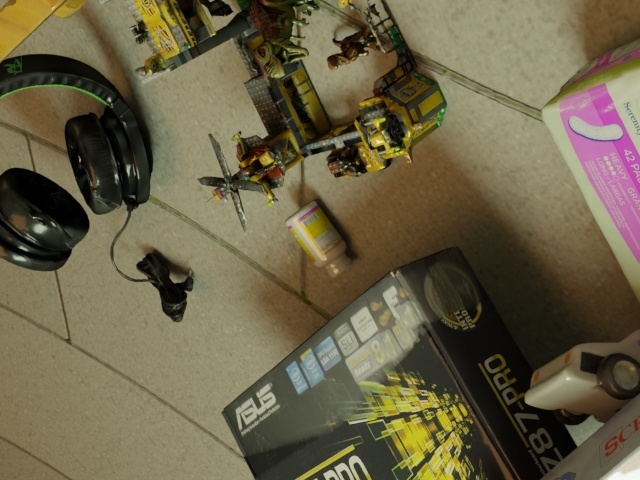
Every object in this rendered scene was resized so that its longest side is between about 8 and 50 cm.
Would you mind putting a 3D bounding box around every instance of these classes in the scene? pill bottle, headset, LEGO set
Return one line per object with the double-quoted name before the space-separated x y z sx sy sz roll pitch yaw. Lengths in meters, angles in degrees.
"pill bottle" 0.000 0.000 1.153 0.083 0.043 0.043 55 140 -4
"headset" -0.293 -0.045 1.257 0.185 0.243 0.394 53 180 40
"LEGO set" -0.056 -0.172 0.960 0.255 0.192 0.331 0 119 43

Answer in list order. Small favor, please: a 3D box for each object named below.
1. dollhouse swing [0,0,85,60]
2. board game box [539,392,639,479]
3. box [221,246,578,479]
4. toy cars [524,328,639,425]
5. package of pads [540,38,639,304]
"dollhouse swing" -0.261 -0.353 0.933 0.347 0.305 0.315 -19 105 50
"board game box" 0.309 0.259 0.761 0.318 0.066 0.318 35 118 -6
"box" 0.080 0.232 1.036 0.395 0.097 0.318 -43 70 49
"toy cars" 0.362 0.104 0.802 0.394 0.087 0.176 -4 151 26
"package of pads" 0.331 -0.068 0.747 0.296 0.101 0.229 -17 108 48
